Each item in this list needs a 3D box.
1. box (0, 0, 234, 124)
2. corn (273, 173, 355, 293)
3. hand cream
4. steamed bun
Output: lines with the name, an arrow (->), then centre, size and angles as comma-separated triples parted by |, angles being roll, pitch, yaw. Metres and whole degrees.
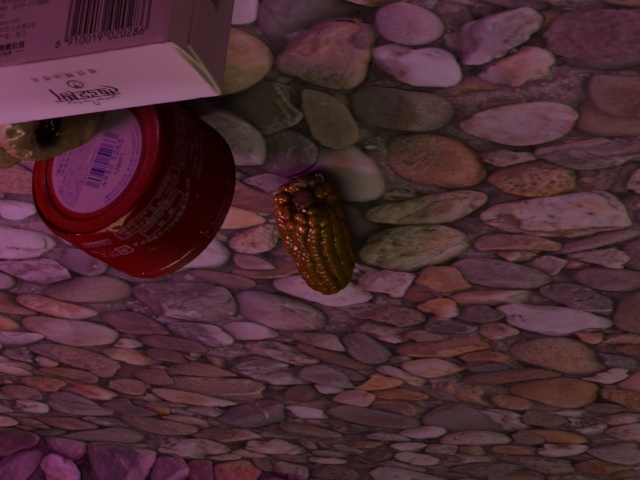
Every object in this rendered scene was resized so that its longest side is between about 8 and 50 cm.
box -> -0.227, -0.238, 1.458 | 0.274, 0.203, 0.116 | -6, 154, 23
corn -> 0.001, 0.004, 2.097 | 0.102, 0.101, 0.313 | 1, 157, 11
hand cream -> -0.231, -0.077, 1.807 | 0.230, 0.230, 0.149 | -8, 156, 29
steamed bun -> -0.359, -0.151, 1.699 | 0.172, 0.140, 0.155 | -7, -162, 16
